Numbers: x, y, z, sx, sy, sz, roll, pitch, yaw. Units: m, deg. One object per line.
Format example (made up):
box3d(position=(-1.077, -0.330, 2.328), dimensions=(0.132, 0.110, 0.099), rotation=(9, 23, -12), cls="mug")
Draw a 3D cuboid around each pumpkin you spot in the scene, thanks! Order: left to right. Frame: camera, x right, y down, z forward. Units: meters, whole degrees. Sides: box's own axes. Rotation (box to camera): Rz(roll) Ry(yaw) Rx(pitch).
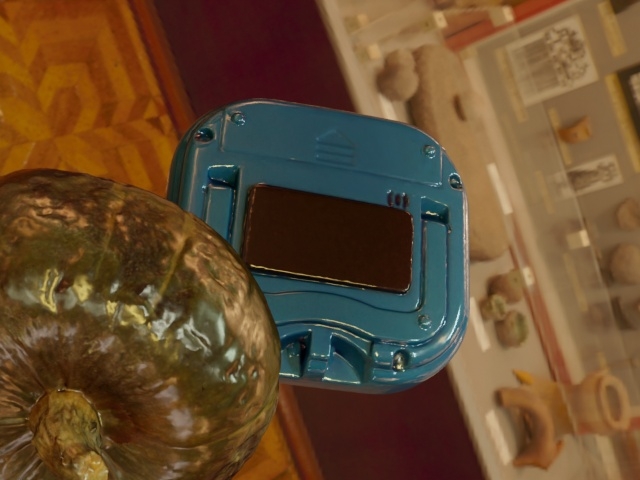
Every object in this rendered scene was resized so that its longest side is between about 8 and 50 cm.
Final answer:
box3d(position=(-0.150, 0.086, 0.549), dimensions=(0.260, 0.260, 0.189), rotation=(44, 20, -29), cls="pumpkin")

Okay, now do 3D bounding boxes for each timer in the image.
box3d(position=(0.000, 0.000, 0.924), dimensions=(0.340, 0.115, 0.309), rotation=(9, 67, -11), cls="timer")
